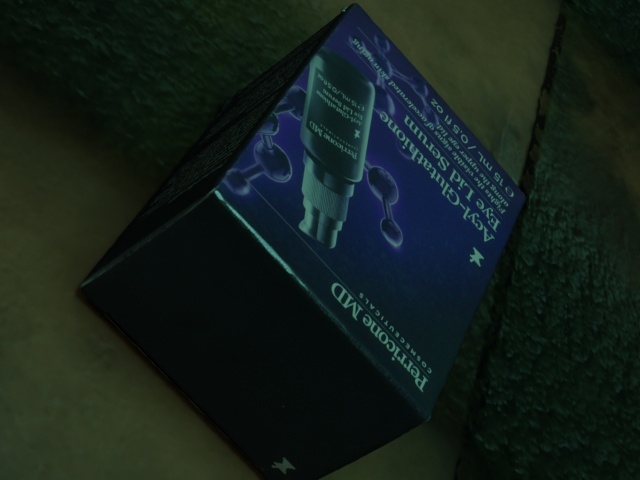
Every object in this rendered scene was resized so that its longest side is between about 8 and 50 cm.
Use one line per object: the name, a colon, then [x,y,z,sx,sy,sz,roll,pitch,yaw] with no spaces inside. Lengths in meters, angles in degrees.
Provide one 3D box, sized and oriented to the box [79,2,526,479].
box: [0.000,0.000,0.763,0.153,0.108,0.207,46,38,-13]
